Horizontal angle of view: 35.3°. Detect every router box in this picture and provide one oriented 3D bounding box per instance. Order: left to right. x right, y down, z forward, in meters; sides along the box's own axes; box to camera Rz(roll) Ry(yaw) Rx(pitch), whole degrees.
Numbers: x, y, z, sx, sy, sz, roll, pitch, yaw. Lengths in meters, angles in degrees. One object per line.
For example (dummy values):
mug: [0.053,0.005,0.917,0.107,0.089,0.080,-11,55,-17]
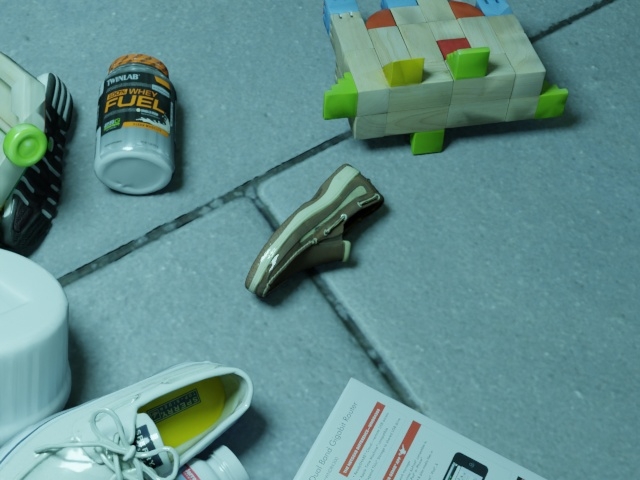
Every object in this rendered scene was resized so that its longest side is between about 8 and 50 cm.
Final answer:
router box: [0.090,0.378,1.207,0.301,0.082,0.335,27,61,11]

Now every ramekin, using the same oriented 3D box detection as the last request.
ramekin: [-0.435,0.117,1.214,0.277,0.135,0.277,12,27,-6]

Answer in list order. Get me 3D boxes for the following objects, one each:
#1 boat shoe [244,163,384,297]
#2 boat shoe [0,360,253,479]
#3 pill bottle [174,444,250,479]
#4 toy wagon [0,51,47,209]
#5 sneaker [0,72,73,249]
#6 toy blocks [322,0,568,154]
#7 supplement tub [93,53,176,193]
boat shoe: [0.002,-0.004,1.423,0.095,0.095,0.257,37,62,9]
boat shoe: [-0.220,0.244,1.162,0.367,0.156,0.135,-23,95,-38]
pill bottle: [-0.165,0.320,1.215,0.160,0.087,0.087,-34,68,-22]
toy wagon: [-0.511,-0.098,1.383,0.267,0.068,0.344,37,96,36]
sneaker: [-0.464,-0.112,1.456,0.163,0.106,0.281,-1,60,14]
toy blocks: [0.166,-0.296,1.581,0.382,0.190,0.260,-7,49,-9]
supplement tub: [-0.271,-0.174,1.484,0.117,0.117,0.190,-1,59,-6]
